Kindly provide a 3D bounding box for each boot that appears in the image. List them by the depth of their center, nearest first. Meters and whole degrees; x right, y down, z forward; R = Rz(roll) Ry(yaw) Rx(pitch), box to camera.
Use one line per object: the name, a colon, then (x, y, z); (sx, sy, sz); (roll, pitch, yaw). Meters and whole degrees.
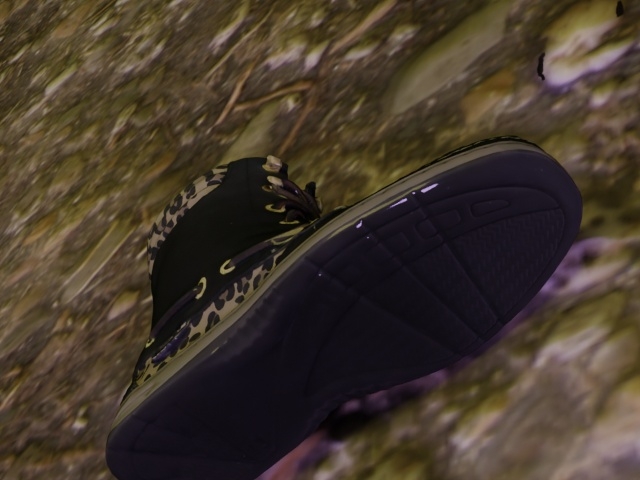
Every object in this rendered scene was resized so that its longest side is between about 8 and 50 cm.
boot: (-0.002, -0.001, 0.592); (0.236, 0.085, 0.179); (-36, 28, 17)
